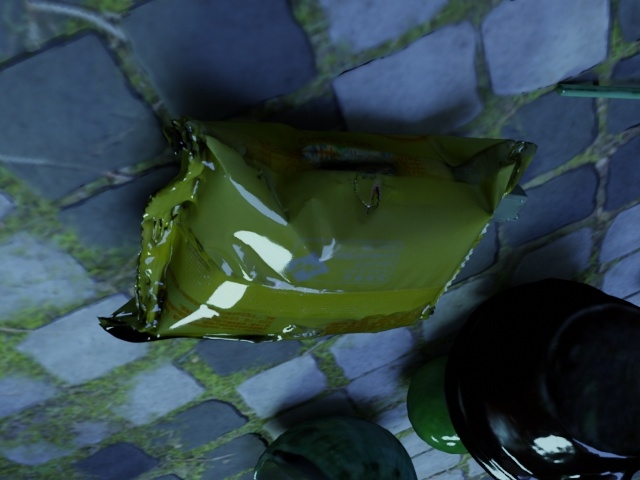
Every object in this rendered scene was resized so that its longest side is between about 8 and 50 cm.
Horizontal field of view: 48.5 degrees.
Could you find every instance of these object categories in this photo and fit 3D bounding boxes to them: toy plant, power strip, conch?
[{"bbox_3d":[0.192,0.125,0.605,0.218,0.175,0.235,-4,166,-13],"label":"toy plant"},{"bbox_3d":[0.108,-0.027,0.483,0.083,0.017,0.027,3,136,-30],"label":"power strip"},{"bbox_3d":[0.012,0.242,0.672,0.176,0.122,0.188,18,127,-15],"label":"conch"}]

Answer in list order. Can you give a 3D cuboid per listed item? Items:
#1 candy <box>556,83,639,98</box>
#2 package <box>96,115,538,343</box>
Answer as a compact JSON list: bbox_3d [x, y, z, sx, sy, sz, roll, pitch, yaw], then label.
[{"bbox_3d":[0.242,-0.094,0.459,0.201,0.060,0.060,-1,138,-14],"label":"candy"},{"bbox_3d":[0.000,0.000,0.400,0.226,0.090,0.168,2,138,-26],"label":"package"}]
